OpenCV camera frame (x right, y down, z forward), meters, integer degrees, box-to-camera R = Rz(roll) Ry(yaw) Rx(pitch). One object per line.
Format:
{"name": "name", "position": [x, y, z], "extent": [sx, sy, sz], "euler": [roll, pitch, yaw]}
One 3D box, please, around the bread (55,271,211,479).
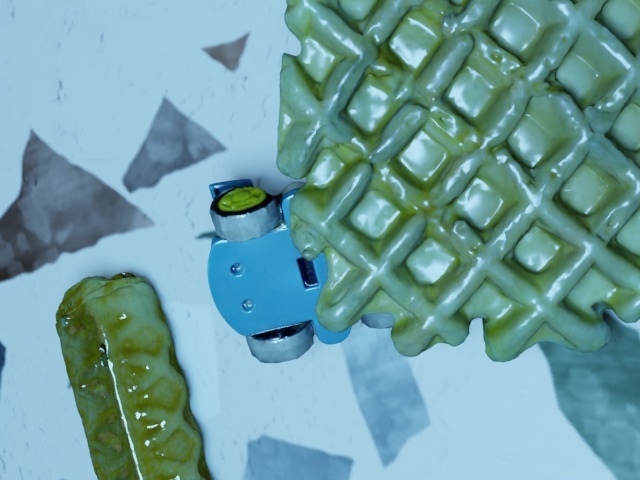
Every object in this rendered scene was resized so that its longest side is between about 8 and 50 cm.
{"name": "bread", "position": [-0.123, 0.203, 1.088], "extent": [0.077, 0.084, 0.367], "euler": [163, 92, -71]}

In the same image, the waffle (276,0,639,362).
{"name": "waffle", "position": [0.117, -0.077, 0.858], "extent": [0.292, 0.056, 0.309], "euler": [-4, 97, 1]}

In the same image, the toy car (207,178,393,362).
{"name": "toy car", "position": [0.000, 0.000, 0.992], "extent": [0.162, 0.098, 0.126], "euler": [-15, 120, 2]}
